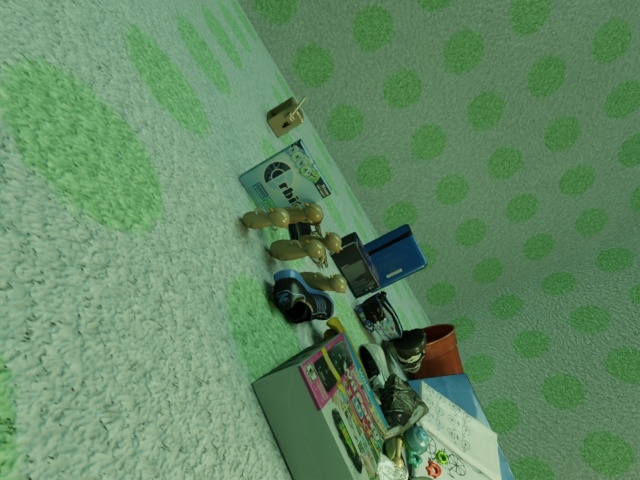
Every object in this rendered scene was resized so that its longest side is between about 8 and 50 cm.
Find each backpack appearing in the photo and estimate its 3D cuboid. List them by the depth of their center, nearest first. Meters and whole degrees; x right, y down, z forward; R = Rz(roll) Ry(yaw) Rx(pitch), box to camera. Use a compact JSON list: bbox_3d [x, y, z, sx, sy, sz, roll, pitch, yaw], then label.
[{"bbox_3d":[0.217,0.283,1.575,0.173,0.116,0.158,59,11,5],"label":"backpack"}]

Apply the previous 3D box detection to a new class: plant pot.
[{"bbox_3d":[0.484,0.528,1.870,0.272,0.272,0.265,-16,85,-77],"label":"plant pot"}]

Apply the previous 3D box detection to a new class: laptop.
[{"bbox_3d":[0.376,0.556,1.378,0.408,0.236,0.382,50,16,-43],"label":"laptop"}]

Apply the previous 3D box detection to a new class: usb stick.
[{"bbox_3d":[-0.069,-0.067,1.349,0.077,0.045,0.278,23,35,-35],"label":"usb stick"}]

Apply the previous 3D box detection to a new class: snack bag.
[{"bbox_3d":[0.398,0.616,1.272,0.323,0.037,0.343,37,31,-3],"label":"snack bag"}]

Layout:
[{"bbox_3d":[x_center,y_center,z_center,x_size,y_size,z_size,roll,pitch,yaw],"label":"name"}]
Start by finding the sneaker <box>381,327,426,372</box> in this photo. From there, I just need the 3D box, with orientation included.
[{"bbox_3d":[0.327,0.402,1.580,0.146,0.122,0.330,61,-8,7],"label":"sneaker"}]

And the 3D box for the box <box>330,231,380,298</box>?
[{"bbox_3d":[0.136,0.092,1.699,0.207,0.108,0.153,60,13,-12],"label":"box"}]

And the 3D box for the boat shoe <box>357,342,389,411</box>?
[{"bbox_3d":[0.155,0.396,1.238,0.081,0.079,0.228,19,42,-41],"label":"boat shoe"}]

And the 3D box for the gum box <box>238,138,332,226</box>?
[{"bbox_3d":[-0.088,-0.144,1.127,0.157,0.184,0.041,57,13,-22],"label":"gum box"}]

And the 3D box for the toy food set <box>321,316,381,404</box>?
[{"bbox_3d":[0.054,0.289,1.031,0.218,0.071,0.128,63,3,29],"label":"toy food set"}]

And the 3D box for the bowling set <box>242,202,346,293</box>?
[{"bbox_3d":[-0.024,-0.026,1.036,0.287,0.154,0.200,52,52,-34],"label":"bowling set"}]

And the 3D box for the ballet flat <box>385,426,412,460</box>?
[{"bbox_3d":[0.194,0.523,1.149,0.168,0.052,0.057,-10,114,-64],"label":"ballet flat"}]

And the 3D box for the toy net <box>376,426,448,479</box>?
[{"bbox_3d":[0.206,0.526,1.036,0.232,0.045,0.122,-10,54,-46],"label":"toy net"}]

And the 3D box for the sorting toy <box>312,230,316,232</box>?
[{"bbox_3d":[-0.035,-0.015,1.394,0.102,0.042,0.061,60,13,-9],"label":"sorting toy"}]

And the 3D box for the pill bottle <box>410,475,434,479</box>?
[{"bbox_3d":[0.278,0.659,1.061,0.194,0.108,0.108,54,14,-33],"label":"pill bottle"}]

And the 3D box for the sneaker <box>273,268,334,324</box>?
[{"bbox_3d":[-0.034,0.151,0.987,0.232,0.081,0.091,43,32,-49],"label":"sneaker"}]

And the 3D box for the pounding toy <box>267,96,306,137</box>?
[{"bbox_3d":[-0.114,-0.492,1.768,0.094,0.180,0.206,55,14,-31],"label":"pounding toy"}]

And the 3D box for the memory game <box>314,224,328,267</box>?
[{"bbox_3d":[0.000,0.000,1.428,0.186,0.012,0.186,168,-90,-87],"label":"memory game"}]

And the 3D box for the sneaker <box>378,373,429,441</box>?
[{"bbox_3d":[0.173,0.425,1.114,0.227,0.087,0.130,-14,62,-47],"label":"sneaker"}]

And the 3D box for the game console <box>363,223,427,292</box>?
[{"bbox_3d":[0.310,0.076,2.004,0.250,0.292,0.173,66,13,17],"label":"game console"}]

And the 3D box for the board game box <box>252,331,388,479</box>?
[{"bbox_3d":[0.018,0.307,0.804,0.224,0.097,0.303,64,12,8],"label":"board game box"}]
